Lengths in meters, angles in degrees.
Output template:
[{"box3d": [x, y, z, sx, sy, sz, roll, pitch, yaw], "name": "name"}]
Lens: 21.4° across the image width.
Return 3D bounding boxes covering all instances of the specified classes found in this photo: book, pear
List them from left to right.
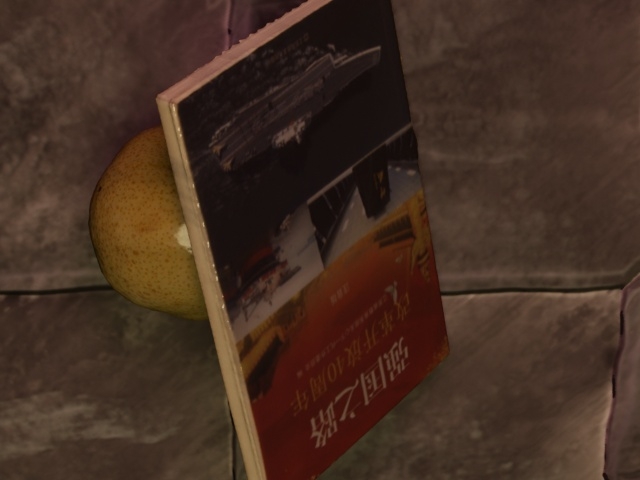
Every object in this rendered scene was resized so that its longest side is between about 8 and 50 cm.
[{"box3d": [-0.108, -0.015, 1.353, 0.137, 0.167, 0.167, 2, 122, 29], "name": "pear"}, {"box3d": [0.000, 0.000, 1.352, 0.028, 0.262, 0.374, 11, 126, 37], "name": "book"}]
